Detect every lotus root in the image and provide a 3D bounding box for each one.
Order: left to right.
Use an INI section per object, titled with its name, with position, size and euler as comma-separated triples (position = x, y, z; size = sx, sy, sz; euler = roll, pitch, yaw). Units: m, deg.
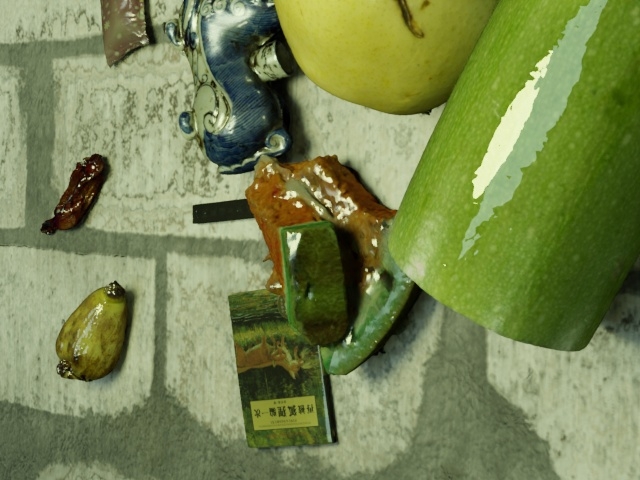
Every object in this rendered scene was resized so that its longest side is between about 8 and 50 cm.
[lotus root]
position = -0.361, 0.142, 1.820
size = 0.108, 0.094, 0.191
euler = 33, 105, 9

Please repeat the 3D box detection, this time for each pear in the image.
[pear]
position = 0.083, -0.304, 1.305
size = 0.309, 0.309, 0.309
euler = 2, 93, 40

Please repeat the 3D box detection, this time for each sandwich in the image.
[sandwich]
position = 0.000, 0.000, 1.466
size = 0.301, 0.162, 0.250
euler = 48, 115, 25

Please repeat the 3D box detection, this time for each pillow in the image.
[pillow]
position = -0.320, -0.382, 1.790
size = 0.118, 0.043, 0.185
euler = -13, 83, 41

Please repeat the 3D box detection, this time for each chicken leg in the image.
[chicken leg]
position = -0.418, -0.068, 1.882
size = 0.205, 0.053, 0.093
euler = -49, 39, 22

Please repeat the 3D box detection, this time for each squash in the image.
[squash]
position = 0.256, -0.109, 1.186
size = 0.263, 0.263, 0.385
euler = 38, 114, 32

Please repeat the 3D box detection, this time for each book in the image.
[book]
position = -0.056, 0.181, 1.606
size = 0.160, 0.024, 0.228
euler = -10, 85, 37

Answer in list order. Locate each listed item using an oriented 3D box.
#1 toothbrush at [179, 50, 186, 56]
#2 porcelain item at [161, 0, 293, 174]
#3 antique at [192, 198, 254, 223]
[toothbrush]
position = -0.133, -0.397, 1.648
size = 0.029, 0.025, 0.307
euler = 42, 118, 21
[porcelain item]
position = -0.105, -0.242, 1.574
size = 0.186, 0.138, 0.288
euler = -16, 77, 26
[antique]
position = -0.121, -0.046, 1.657
size = 0.192, 0.015, 0.031
euler = -5, 88, 39
